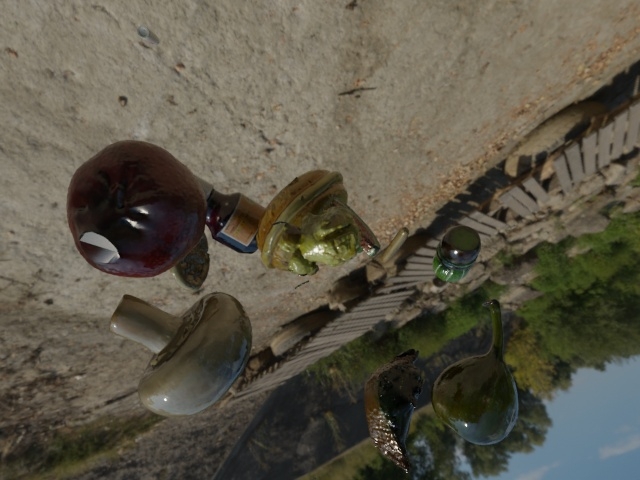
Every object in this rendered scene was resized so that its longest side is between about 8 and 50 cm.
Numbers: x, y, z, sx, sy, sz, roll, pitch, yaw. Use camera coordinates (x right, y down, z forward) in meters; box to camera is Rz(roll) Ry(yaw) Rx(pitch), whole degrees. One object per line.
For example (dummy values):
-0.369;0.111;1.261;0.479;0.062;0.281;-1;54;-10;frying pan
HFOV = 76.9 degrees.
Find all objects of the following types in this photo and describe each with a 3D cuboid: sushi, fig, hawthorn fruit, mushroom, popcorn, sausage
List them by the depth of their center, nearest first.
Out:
-0.223;0.158;0.633;0.215;0.207;0.207;38;122;-20;mushroom
-0.302;-0.041;0.732;0.230;0.210;0.266;-67;163;-5;hawthorn fruit
0.311;0.243;0.749;0.151;0.151;0.260;16;98;-57;fig
0.162;0.011;0.878;0.024;0.024;0.132;-15;155;-23;sausage
0.001;-0.008;1.004;0.195;0.169;0.174;-16;133;13;popcorn
0.185;0.402;1.013;0.140;0.287;0.149;-12;129;27;sushi

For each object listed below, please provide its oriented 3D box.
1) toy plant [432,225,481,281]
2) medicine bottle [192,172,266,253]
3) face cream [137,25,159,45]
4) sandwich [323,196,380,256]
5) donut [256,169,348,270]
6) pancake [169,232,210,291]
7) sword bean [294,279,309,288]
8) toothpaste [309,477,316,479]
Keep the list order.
0.310;0.039;0.937;0.092;0.093;0.162;-20;150;-12;toy plant
-0.424;-0.118;1.717;0.395;0.243;0.242;30;126;-26;medicine bottle
-0.506;-0.605;1.200;0.034;0.034;0.130;-27;-164;3;face cream
0.086;-0.033;1.261;0.079;0.235;0.159;-49;166;19;sandwich
-0.065;-0.077;1.519;0.449;0.198;0.449;-48;168;-14;donut
-0.659;0.073;2.061;0.071;0.383;0.382;-6;159;11;pancake
-0.087;0.205;1.872;0.083;0.012;0.012;-29;157;16;sword bean
-0.077;0.858;1.356;0.049;0.031;0.204;1;129;-46;toothpaste
